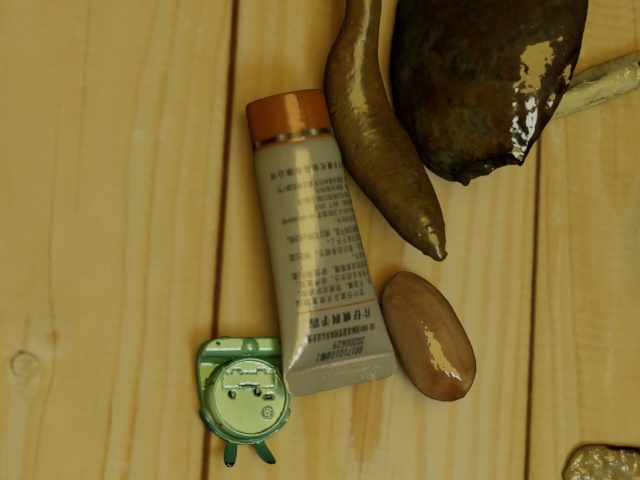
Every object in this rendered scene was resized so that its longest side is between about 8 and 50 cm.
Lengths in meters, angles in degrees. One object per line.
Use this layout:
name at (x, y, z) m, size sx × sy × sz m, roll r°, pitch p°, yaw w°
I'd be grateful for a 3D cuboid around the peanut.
peanut at (0.115, 0.102, 1.853) m, size 0.076 × 0.076 × 0.152 m, roll -23°, pitch 78°, yaw -18°

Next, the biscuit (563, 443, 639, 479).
biscuit at (0.338, 0.264, 1.930) m, size 0.147 × 0.018 × 0.071 m, roll 6°, pitch 84°, yaw -17°

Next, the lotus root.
lotus root at (0.174, -0.231, 1.868) m, size 0.142 × 0.210 × 0.314 m, roll 25°, pitch 63°, yaw -24°

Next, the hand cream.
hand cream at (0.000, 0.000, 1.819) m, size 0.139 × 0.089 × 0.314 m, roll -6°, pitch 82°, yaw -32°

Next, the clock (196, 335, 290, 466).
clock at (-0.076, 0.166, 1.802) m, size 0.101 × 0.041 × 0.135 m, roll -1°, pitch 83°, yaw -17°

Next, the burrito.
burrito at (0.300, -0.173, 1.964) m, size 0.185 × 0.041 × 0.045 m, roll -20°, pitch 131°, yaw -19°

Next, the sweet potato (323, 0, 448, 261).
sweet potato at (0.059, -0.133, 1.849) m, size 0.079 × 0.108 × 0.346 m, roll -7°, pitch 80°, yaw -49°
